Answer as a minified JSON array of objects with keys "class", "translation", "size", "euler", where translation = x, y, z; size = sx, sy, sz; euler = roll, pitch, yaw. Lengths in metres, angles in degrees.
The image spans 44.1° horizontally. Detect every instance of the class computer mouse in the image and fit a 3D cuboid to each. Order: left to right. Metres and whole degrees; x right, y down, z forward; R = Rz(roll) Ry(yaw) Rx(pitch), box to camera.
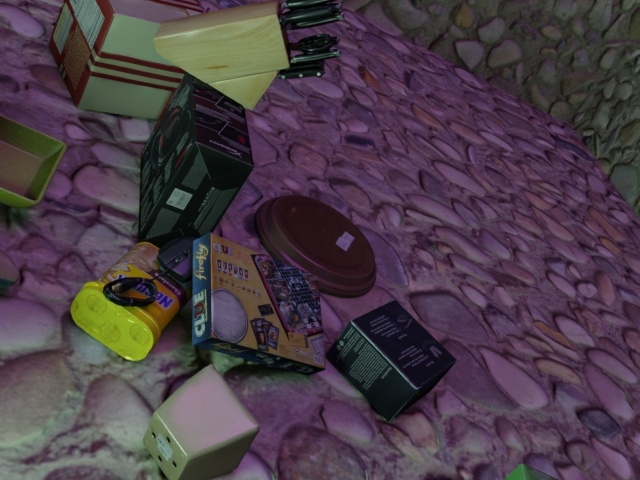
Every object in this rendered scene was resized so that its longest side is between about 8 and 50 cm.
[{"class":"computer mouse","translation":[-0.223,0.038,1.134],"size":[0.071,0.041,0.242],"euler":[42,27,6]}]

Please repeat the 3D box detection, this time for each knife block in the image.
[{"class":"knife block","translation":[-0.106,-0.357,1.325],"size":[0.275,0.242,0.088],"euler":[29,28,-18]}]

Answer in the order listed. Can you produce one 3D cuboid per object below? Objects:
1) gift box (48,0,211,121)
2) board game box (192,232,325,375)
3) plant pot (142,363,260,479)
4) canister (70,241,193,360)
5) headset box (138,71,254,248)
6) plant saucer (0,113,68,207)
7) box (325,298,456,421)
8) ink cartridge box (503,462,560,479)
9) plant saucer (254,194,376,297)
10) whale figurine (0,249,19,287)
[{"class":"gift box","translation":[-0.366,-0.416,1.583],"size":[0.258,0.255,0.276],"euler":[3,48,-40]},{"class":"board game box","translation":[-0.091,0.102,1.206],"size":[0.243,0.042,0.165],"euler":[25,51,-44]},{"class":"plant pot","translation":[-0.159,0.242,0.992],"size":[0.096,0.109,0.109],"euler":[-22,61,-41]},{"class":"canister","translation":[-0.263,0.081,1.144],"size":[0.126,0.073,0.170],"euler":[35,28,-2]},{"class":"headset box","translation":[-0.223,-0.149,1.372],"size":[0.110,0.218,0.293],"euler":[21,32,-26]},{"class":"plant saucer","translation":[-0.499,-0.125,1.193],"size":[0.188,0.045,0.188],"euler":[24,31,-18]},{"class":"box","translation":[0.121,0.199,1.340],"size":[0.158,0.093,0.156],"euler":[45,30,19]},{"class":"ink cartridge box","translation":[0.359,0.471,1.187],"size":[0.160,0.093,0.219],"euler":[27,31,-13]},{"class":"plant saucer","translation":[0.000,0.000,1.566],"size":[0.277,0.041,0.278],"euler":[26,30,-16]},{"class":"whale figurine","translation":[-0.494,0.034,0.950],"size":[0.216,0.141,0.272],"euler":[36,5,15]}]
